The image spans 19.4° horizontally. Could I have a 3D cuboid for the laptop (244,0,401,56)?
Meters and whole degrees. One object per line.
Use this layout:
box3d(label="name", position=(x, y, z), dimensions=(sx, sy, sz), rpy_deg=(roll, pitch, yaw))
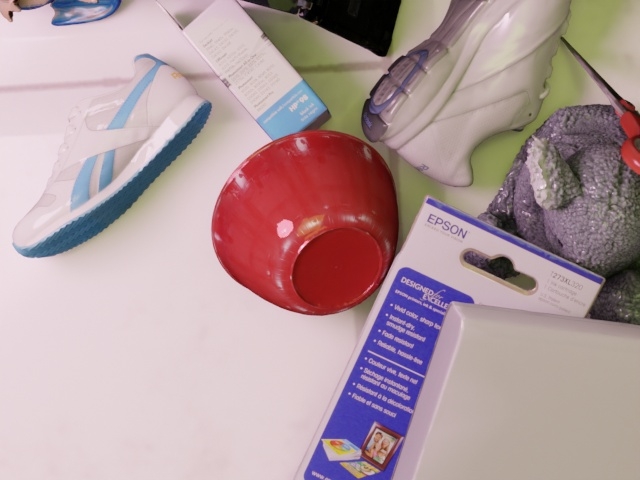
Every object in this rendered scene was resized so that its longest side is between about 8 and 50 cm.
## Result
box3d(label="laptop", position=(-0.023, -0.317, 1.711), dimensions=(0.136, 0.264, 0.234), rpy_deg=(14, 90, 30))

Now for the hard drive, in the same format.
box3d(label="hard drive", position=(0.248, 0.182, 1.658), dimensions=(0.353, 0.047, 0.233), rpy_deg=(8, 114, -20))

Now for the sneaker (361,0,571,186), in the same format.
box3d(label="sneaker", position=(0.170, -0.180, 1.754), dimensions=(0.129, 0.111, 0.297), rpy_deg=(41, 90, -19))

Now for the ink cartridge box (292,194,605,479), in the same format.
box3d(label="ink cartridge box", position=(0.103, 0.148, 1.700), dimensions=(0.175, 0.069, 0.371), rpy_deg=(25, 112, 3))

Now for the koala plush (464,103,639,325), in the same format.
box3d(label="koala plush", position=(0.247, -0.034, 1.675), dimensions=(0.196, 0.221, 0.203), rpy_deg=(24, 90, 3))

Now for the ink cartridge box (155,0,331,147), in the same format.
box3d(label="ink cartridge box", position=(-0.070, -0.169, 1.749), dimensions=(0.060, 0.104, 0.180), rpy_deg=(-40, 88, 2))

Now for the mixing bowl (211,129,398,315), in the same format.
box3d(label="mixing bowl", position=(0.000, 0.000, 1.701), dimensions=(0.181, 0.098, 0.181), rpy_deg=(-10, 123, -15))

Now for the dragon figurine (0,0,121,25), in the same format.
box3d(label="dragon figurine", position=(-0.238, -0.250, 1.767), dimensions=(0.289, 0.144, 0.085), rpy_deg=(-9, 90, 22))

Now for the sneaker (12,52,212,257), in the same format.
box3d(label="sneaker", position=(-0.211, -0.076, 1.770), dimensions=(0.228, 0.087, 0.092), rpy_deg=(-45, 81, -6))

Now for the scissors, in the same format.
box3d(label="scissors", position=(0.287, -0.104, 1.674), dimensions=(0.109, 0.297, 0.021), rpy_deg=(22, 112, -18))
